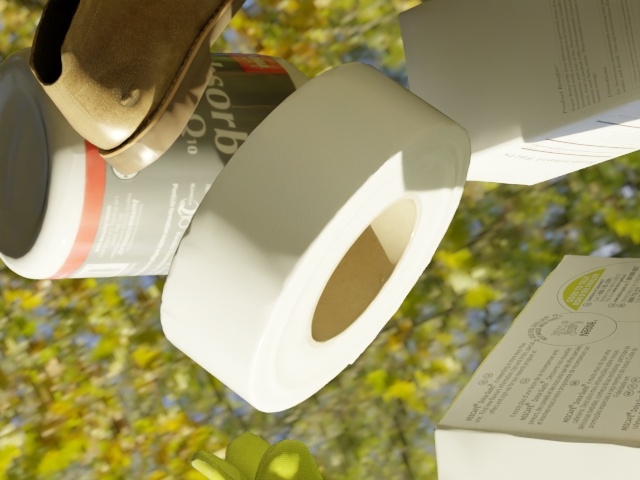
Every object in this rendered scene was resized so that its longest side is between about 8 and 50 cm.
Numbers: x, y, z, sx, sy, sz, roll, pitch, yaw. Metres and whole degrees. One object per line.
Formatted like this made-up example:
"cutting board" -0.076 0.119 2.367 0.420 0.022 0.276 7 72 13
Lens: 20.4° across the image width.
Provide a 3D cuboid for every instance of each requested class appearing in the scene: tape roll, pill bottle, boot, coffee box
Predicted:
"tape roll" 0.000 0.000 1.448 0.100 0.286 0.286 35 -140 19
"pill bottle" -0.118 -0.073 1.666 0.363 0.210 0.210 -2 -109 -32
"boot" -0.123 -0.201 1.350 0.115 0.112 0.305 41 -131 -27
"coffee box" 0.306 0.229 1.378 0.338 0.334 0.338 -43 -49 -58

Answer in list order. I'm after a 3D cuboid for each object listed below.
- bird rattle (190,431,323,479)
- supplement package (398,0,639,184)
"bird rattle" -0.057 0.236 1.010 0.207 0.143 0.253 -2 -97 1
"supplement package" 0.246 -0.176 1.723 0.175 0.293 0.177 2 -104 -44
